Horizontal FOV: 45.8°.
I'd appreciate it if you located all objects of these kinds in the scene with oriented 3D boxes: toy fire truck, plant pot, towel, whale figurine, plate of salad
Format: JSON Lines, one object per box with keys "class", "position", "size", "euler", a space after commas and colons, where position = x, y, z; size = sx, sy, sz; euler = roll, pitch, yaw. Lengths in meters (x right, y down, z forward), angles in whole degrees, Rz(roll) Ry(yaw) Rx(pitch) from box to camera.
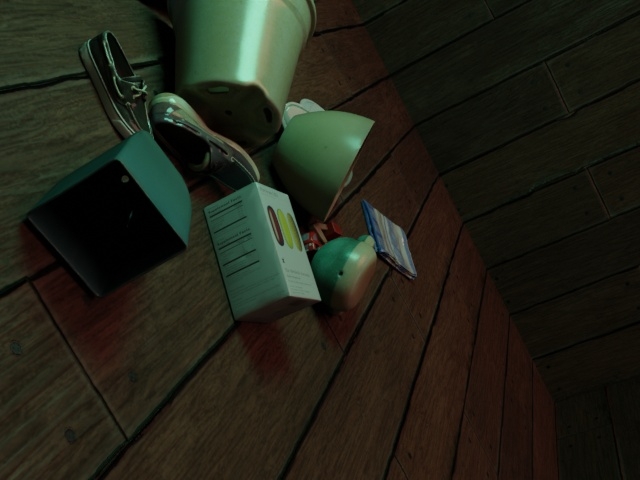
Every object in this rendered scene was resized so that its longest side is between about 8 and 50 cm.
{"class": "toy fire truck", "position": [0.000, 0.000, 1.944], "size": [0.192, 0.047, 0.135], "euler": [29, 41, -55]}
{"class": "plant pot", "position": [-0.011, -0.213, 1.914], "size": [0.191, 0.284, 0.284], "euler": [26, 26, 1]}
{"class": "plant pot", "position": [-0.300, -0.065, 1.174], "size": [0.166, 0.165, 0.234], "euler": [55, 15, -23]}
{"class": "towel", "position": [0.230, -0.001, 2.497], "size": [0.285, 0.034, 0.209], "euler": [34, 37, -53]}
{"class": "plant pot", "position": [-0.183, -0.379, 1.619], "size": [0.334, 0.334, 0.305], "euler": [41, 43, -46]}
{"class": "whale figurine", "position": [0.056, 0.077, 1.867], "size": [0.141, 0.216, 0.272], "euler": [25, 3, 11]}
{"class": "plate of salad", "position": [-0.002, -0.343, 2.309], "size": [0.200, 0.048, 0.200], "euler": [39, 31, -29]}

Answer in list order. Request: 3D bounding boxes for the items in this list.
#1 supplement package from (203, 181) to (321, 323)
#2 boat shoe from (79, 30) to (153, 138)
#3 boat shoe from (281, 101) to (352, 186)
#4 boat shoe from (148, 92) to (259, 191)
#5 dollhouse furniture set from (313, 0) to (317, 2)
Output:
{"class": "supplement package", "position": [-0.117, 0.028, 1.523], "size": [0.139, 0.134, 0.244], "euler": [17, 51, -63]}
{"class": "boat shoe", "position": [-0.356, -0.272, 1.377], "size": [0.219, 0.070, 0.078], "euler": [62, 22, -8]}
{"class": "boat shoe", "position": [-0.032, -0.258, 2.097], "size": [0.114, 0.091, 0.302], "euler": [-48, 122, -19]}
{"class": "boat shoe", "position": [-0.236, -0.174, 1.522], "size": [0.285, 0.103, 0.092], "euler": [44, 35, -35]}
{"class": "dollhouse furniture set", "position": [-0.107, -0.851, 2.497], "size": [0.183, 0.129, 0.129], "euler": [14, 54, -63]}
